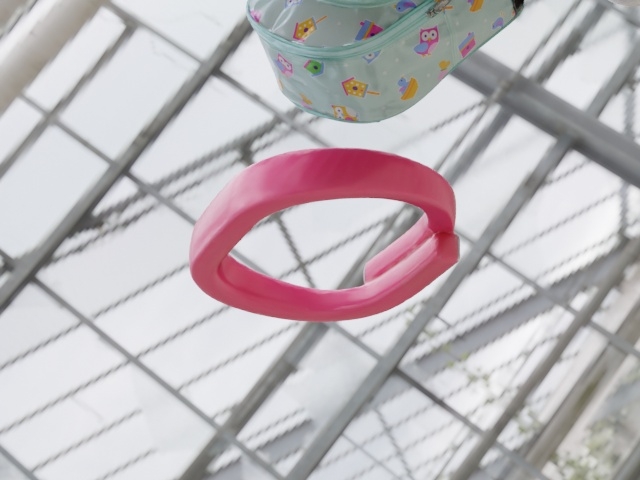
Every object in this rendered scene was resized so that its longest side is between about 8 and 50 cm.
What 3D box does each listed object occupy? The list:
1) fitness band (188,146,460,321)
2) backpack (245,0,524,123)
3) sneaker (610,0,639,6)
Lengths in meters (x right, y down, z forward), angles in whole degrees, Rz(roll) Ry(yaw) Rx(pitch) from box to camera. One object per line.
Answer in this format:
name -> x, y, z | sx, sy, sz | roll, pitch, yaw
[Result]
fitness band -> 0.000, 0.000, 1.163 | 0.291, 0.209, 0.054 | 136, 143, -57
backpack -> 0.040, -0.185, 0.993 | 0.188, 0.166, 0.144 | -49, -40, -16
sneaker -> 0.237, -0.302, 1.031 | 0.105, 0.095, 0.236 | -12, -68, -44
